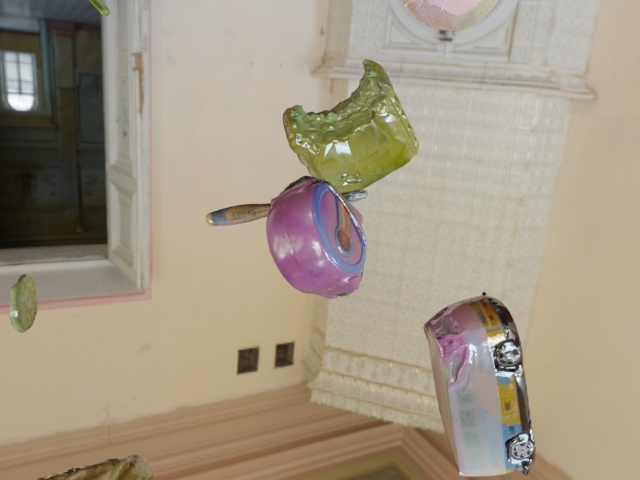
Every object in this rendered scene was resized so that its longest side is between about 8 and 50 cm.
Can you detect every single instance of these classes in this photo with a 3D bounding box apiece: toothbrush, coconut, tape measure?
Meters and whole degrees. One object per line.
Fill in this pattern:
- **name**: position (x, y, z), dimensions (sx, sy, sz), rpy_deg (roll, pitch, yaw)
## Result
- **toothbrush**: position (-0.032, -0.047, 0.731), dimensions (0.031, 0.023, 0.321), rpy_deg (-19, 177, 40)
- **coconut**: position (0.235, -0.513, 0.990), dimensions (0.233, 0.233, 0.245), rpy_deg (8, -169, 14)
- **tape measure**: position (0.000, 0.000, 0.568), dimensions (0.074, 0.125, 0.118), rpy_deg (-25, -136, 28)

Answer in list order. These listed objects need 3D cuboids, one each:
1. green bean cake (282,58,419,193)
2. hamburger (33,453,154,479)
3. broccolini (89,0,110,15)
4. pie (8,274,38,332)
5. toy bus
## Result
- **green bean cake**: position (0.067, -0.220, 1.114), dimensions (0.236, 0.233, 0.124), rpy_deg (-29, -141, 11)
- **hamburger**: position (-0.332, 0.353, 0.554), dimensions (0.318, 0.195, 0.277), rpy_deg (-23, 161, 9)
- **broccolini**: position (-0.421, -0.450, 0.924), dimensions (0.054, 0.051, 0.239), rpy_deg (46, 176, 4)
- **pie**: position (-0.410, 0.088, 0.745), dimensions (0.017, 0.085, 0.085), rpy_deg (-2, -164, -9)
- **toy bus**: position (0.324, 0.308, 1.126), dimensions (0.163, 0.386, 0.171), rpy_deg (-14, -161, -2)
